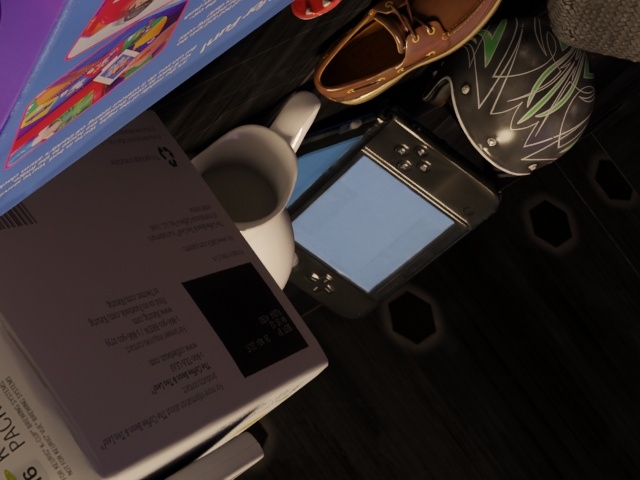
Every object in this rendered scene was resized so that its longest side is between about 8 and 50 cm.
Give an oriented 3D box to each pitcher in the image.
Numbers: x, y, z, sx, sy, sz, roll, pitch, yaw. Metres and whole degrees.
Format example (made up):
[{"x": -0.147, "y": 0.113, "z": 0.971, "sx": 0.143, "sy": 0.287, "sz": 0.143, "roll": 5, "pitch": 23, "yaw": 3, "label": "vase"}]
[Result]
[{"x": -0.065, "y": -0.025, "z": 1.318, "sx": 0.178, "sy": 0.125, "sz": 0.207, "roll": -49, "pitch": 170, "yaw": -30, "label": "pitcher"}]

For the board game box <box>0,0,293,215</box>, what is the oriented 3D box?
[{"x": -0.007, "y": -0.159, "z": 0.526, "sx": 0.347, "sy": 0.078, "sz": 0.233, "roll": -42, "pitch": 178, "yaw": -36, "label": "board game box"}]

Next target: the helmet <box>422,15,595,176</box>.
[{"x": 0.199, "y": -0.147, "z": 1.547, "sx": 0.169, "sy": 0.169, "sz": 0.161, "roll": -34, "pitch": -170, "yaw": -18, "label": "helmet"}]

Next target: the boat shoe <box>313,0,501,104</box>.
[{"x": 0.069, "y": -0.164, "z": 1.178, "sx": 0.178, "sy": 0.064, "sz": 0.060, "roll": -35, "pitch": 176, "yaw": 18, "label": "boat shoe"}]

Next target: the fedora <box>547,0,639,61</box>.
[{"x": 0.191, "y": -0.209, "z": 0.811, "sx": 0.153, "sy": 0.334, "sz": 0.334, "roll": -2, "pitch": 172, "yaw": 0, "label": "fedora"}]

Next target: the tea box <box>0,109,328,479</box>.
[{"x": -0.222, "y": 0.102, "z": 0.901, "sx": 0.323, "sy": 0.220, "sz": 0.329, "roll": -39, "pitch": 172, "yaw": 18, "label": "tea box"}]

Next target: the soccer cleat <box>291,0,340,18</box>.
[{"x": 0.016, "y": -0.174, "z": 0.992, "sx": 0.083, "sy": 0.029, "sz": 0.035, "roll": -43, "pitch": 167, "yaw": 20, "label": "soccer cleat"}]

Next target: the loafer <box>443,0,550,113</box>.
[{"x": 0.245, "y": -0.210, "z": 1.670, "sx": 0.267, "sy": 0.084, "sz": 0.096, "roll": -39, "pitch": 173, "yaw": 25, "label": "loafer"}]

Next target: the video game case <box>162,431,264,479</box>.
[{"x": -0.136, "y": 0.180, "z": 0.835, "sx": 0.173, "sy": 0.022, "sz": 0.190, "roll": -39, "pitch": 172, "yaw": 25, "label": "video game case"}]

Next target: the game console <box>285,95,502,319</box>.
[{"x": 0.000, "y": 0.000, "z": 1.592, "sx": 0.293, "sy": 0.250, "sz": 0.173, "roll": -41, "pitch": -162, "yaw": 44, "label": "game console"}]
